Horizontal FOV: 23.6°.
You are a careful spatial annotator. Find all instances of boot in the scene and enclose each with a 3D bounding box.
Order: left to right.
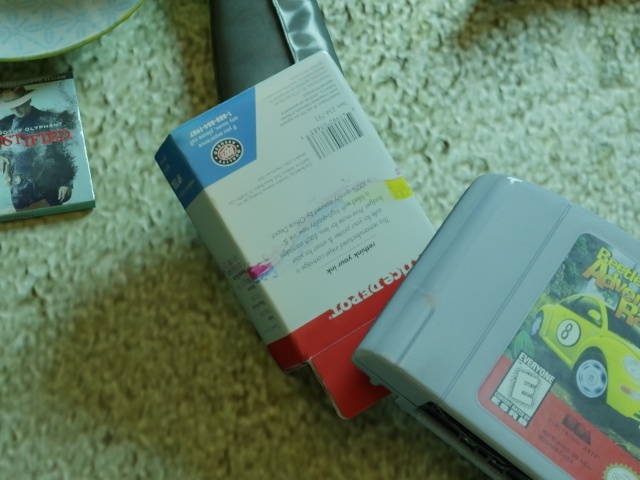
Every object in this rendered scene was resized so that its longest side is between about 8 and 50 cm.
[{"bbox_3d":[-0.009,-0.182,1.208,0.189,0.076,0.208,-21,57,1],"label":"boot"}]

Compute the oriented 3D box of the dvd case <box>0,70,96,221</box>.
[{"bbox_3d":[-0.222,-0.072,1.167,0.087,0.013,0.119,-9,62,-9],"label":"dvd case"}]

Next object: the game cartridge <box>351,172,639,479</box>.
[{"bbox_3d":[0.187,0.095,1.042,0.294,0.060,0.196,37,60,-3],"label":"game cartridge"}]

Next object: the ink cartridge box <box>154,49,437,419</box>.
[{"bbox_3d":[0.000,0.000,1.084,0.134,0.078,0.231,-30,89,-18],"label":"ink cartridge box"}]

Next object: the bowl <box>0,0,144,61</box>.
[{"bbox_3d":[-0.253,-0.293,1.186,0.289,0.289,0.156,-12,20,-11],"label":"bowl"}]
